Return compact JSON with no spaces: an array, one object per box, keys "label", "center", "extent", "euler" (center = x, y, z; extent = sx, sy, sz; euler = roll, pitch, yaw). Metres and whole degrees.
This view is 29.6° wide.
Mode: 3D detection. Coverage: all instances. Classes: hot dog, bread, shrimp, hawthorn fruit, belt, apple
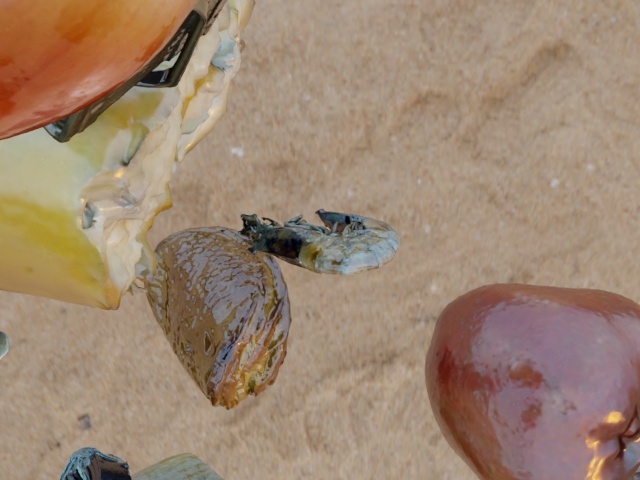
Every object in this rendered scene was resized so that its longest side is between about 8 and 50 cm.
[{"label":"hot dog","center":[-0.133,0.093,1.557],"extent":[0.122,0.196,0.272],"euler":[9,21,-32]},{"label":"bread","center":[-0.278,-0.117,1.082],"extent":[0.394,0.250,0.361],"euler":[10,49,11]},{"label":"shrimp","center":[0.000,0.000,1.026],"extent":[0.161,0.034,0.091],"euler":[14,30,41]},{"label":"hawthorn fruit","center":[0.268,0.176,1.416],"extent":[0.311,0.295,0.295],"euler":[28,65,8]},{"label":"belt","center":[-0.284,0.317,1.510],"extent":[0.105,0.058,0.140],"euler":[-58,33,12]},{"label":"apple","center":[-0.125,-0.131,0.486],"extent":[0.199,0.199,0.199],"euler":[-1,61,1]}]

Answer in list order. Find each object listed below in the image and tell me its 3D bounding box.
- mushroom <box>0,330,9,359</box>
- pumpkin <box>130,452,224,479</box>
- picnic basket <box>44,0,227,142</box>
[{"label":"mushroom","center":[-0.437,0.072,1.318],"extent":[0.246,0.202,0.246],"euler":[-31,32,22]},{"label":"pumpkin","center":[-0.178,0.462,1.705],"extent":[0.199,0.332,0.332],"euler":[-27,63,-23]},{"label":"picnic basket","center":[-0.190,-0.208,0.809],"extent":[0.139,0.165,0.266],"euler":[-43,95,-20]}]
